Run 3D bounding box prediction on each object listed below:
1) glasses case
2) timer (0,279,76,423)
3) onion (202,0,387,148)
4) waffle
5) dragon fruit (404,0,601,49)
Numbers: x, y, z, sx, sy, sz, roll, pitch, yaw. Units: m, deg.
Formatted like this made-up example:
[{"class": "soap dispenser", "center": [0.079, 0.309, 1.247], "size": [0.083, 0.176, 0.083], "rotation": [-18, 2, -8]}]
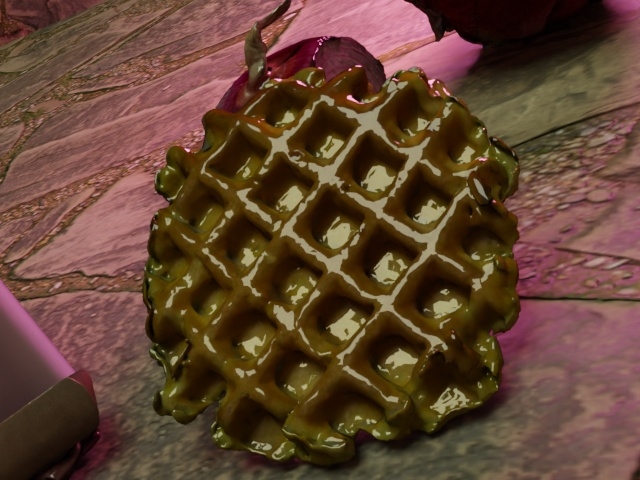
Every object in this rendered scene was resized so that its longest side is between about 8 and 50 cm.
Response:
[{"class": "glasses case", "center": [-0.254, 0.188, 0.715], "size": [0.193, 0.070, 0.102], "rotation": [-36, 1, -8]}, {"class": "timer", "center": [-0.377, 0.105, 0.810], "size": [0.194, 0.195, 0.192], "rotation": [-41, 30, -22]}, {"class": "onion", "center": [-0.027, -0.091, 0.845], "size": [0.200, 0.200, 0.207], "rotation": [-20, 62, 17]}, {"class": "waffle", "center": [0.000, 0.000, 0.645], "size": [0.302, 0.068, 0.325], "rotation": [-13, 64, 19]}, {"class": "dragon fruit", "center": [0.197, -0.376, 0.948], "size": [0.329, 0.329, 0.329], "rotation": [-22, 29, 13]}]
